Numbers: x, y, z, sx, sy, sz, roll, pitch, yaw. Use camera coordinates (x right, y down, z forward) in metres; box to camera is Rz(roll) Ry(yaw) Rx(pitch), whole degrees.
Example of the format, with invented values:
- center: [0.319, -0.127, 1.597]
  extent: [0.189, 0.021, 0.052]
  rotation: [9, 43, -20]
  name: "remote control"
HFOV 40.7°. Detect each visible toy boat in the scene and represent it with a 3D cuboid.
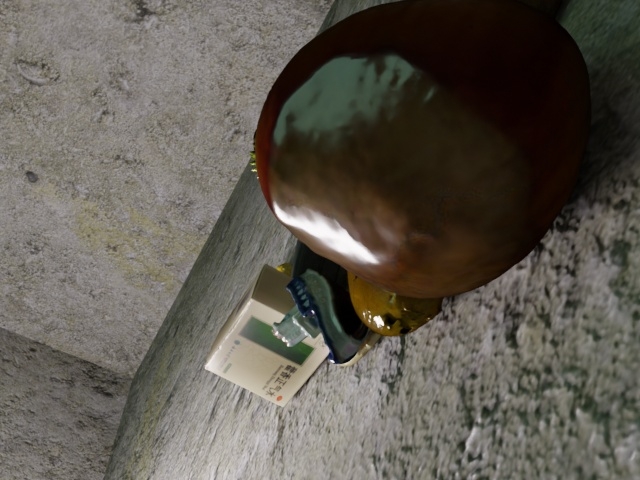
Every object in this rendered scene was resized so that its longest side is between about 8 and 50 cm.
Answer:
- center: [-0.004, 0.119, 1.269]
  extent: [0.115, 0.114, 0.262]
  rotation: [-49, 20, -6]
  name: "toy boat"

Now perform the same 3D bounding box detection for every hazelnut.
- center: [0.110, -0.112, 0.935]
  extent: [0.366, 0.365, 0.366]
  rotation: [-59, 15, 26]
  name: "hazelnut"

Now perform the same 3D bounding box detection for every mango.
- center: [0.099, 0.021, 1.126]
  extent: [0.151, 0.156, 0.249]
  rotation: [-22, 30, 14]
  name: "mango"

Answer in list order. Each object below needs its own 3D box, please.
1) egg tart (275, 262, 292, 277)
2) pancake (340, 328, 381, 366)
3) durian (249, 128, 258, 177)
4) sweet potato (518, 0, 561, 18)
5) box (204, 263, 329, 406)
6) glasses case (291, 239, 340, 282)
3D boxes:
- center: [-0.087, 0.137, 1.775]
  extent: [0.191, 0.074, 0.191]
  rotation: [-57, 16, 27]
  name: "egg tart"
- center: [0.067, 0.126, 1.317]
  extent: [0.158, 0.028, 0.158]
  rotation: [-57, 14, 22]
  name: "pancake"
- center: [-0.007, -0.199, 1.787]
  extent: [0.291, 0.224, 0.291]
  rotation: [-42, -20, -19]
  name: "durian"
- center: [0.276, -0.322, 1.159]
  extent: [0.097, 0.097, 0.292]
  rotation: [-155, 84, -76]
  name: "sweet potato"
- center: [-0.077, 0.168, 1.483]
  extent: [0.212, 0.168, 0.095]
  rotation: [-55, 14, 39]
  name: "box"
- center: [0.000, 0.000, 1.504]
  extent: [0.323, 0.074, 0.131]
  rotation: [103, 170, -46]
  name: "glasses case"
